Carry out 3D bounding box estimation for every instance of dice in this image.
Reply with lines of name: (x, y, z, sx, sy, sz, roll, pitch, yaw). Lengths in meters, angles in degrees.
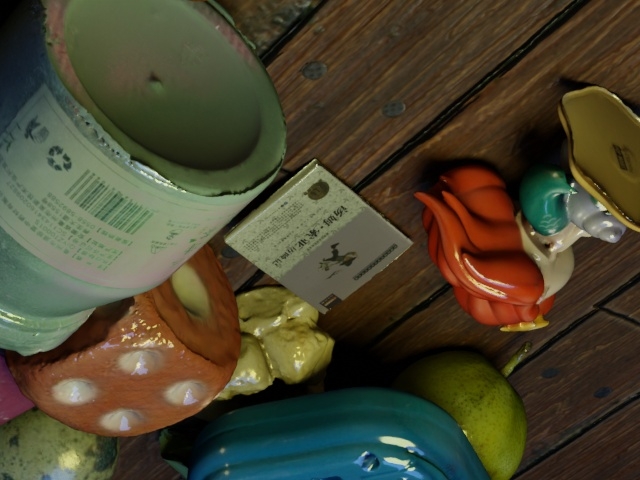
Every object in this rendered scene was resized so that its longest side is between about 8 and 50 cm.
dice: (-0.195, 0.081, 1.560, 0.179, 0.175, 0.174, -28, 141, 19)

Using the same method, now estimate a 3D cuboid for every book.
book: (0.000, 0.000, 1.618, 0.127, 0.014, 0.181, -39, 137, 12)

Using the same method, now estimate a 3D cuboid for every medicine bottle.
medicine bottle: (-0.206, -0.060, 1.324, 0.245, 0.245, 0.290, 20, 135, -35)

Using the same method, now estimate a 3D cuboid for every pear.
pear: (0.171, 0.200, 1.850, 0.216, 0.166, 0.180, -46, 128, -4)

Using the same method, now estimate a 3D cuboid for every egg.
egg: (-0.310, 0.236, 1.768, 0.181, 0.141, 0.141, -15, 144, 20)

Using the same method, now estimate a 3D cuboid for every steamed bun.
steamed bun: (-0.076, 0.143, 1.731, 0.192, 0.106, 0.177, -5, 141, -6)

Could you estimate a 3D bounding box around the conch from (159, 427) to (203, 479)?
conch: (-0.067, 0.300, 1.916, 0.137, 0.143, 0.250, -37, 134, 4)

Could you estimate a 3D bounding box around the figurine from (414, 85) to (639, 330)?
figurine: (0.204, -0.017, 1.561, 0.257, 0.181, 0.208, -46, 171, 39)

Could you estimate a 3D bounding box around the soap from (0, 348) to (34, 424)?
soap: (-0.422, 0.084, 1.539, 0.220, 0.127, 0.325, -31, 138, 15)

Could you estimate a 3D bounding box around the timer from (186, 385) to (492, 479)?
timer: (0.033, 0.299, 1.742, 0.309, 0.115, 0.340, -12, 135, 20)
